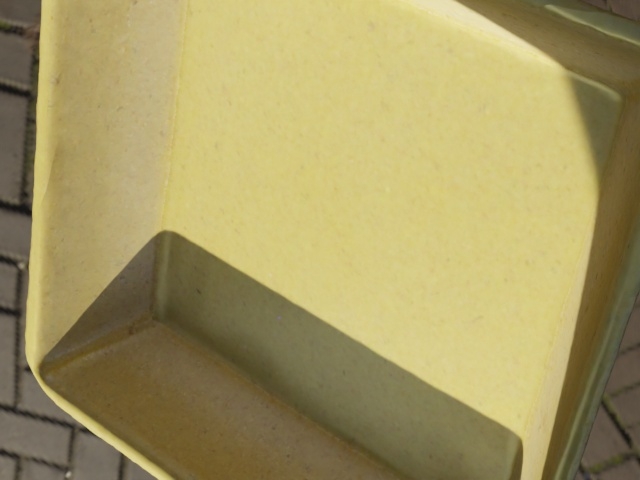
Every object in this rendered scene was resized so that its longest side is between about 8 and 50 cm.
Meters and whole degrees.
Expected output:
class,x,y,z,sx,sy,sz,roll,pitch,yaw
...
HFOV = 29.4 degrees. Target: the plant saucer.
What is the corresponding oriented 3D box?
class,x,y,z,sx,sy,sz,roll,pitch,yaw
plant saucer,0.000,0.000,0.586,0.332,0.081,0.333,29,124,28
